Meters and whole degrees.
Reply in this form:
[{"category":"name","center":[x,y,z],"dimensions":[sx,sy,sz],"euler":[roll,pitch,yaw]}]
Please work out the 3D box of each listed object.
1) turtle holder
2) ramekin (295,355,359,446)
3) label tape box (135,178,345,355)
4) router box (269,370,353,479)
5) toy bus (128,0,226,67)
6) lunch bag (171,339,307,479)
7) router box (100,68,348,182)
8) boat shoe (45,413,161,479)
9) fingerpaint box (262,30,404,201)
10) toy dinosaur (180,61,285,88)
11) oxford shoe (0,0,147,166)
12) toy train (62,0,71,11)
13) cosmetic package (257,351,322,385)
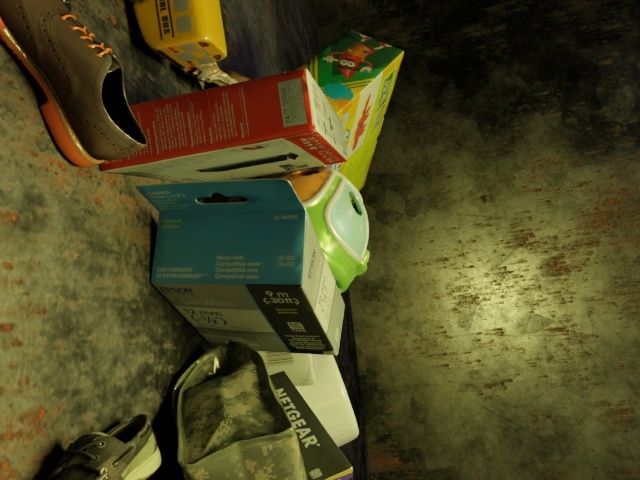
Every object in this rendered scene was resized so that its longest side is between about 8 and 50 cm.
[{"category":"turtle holder","center":[0.003,-0.004,0.942],"dimensions":[0.227,0.320,0.243],"euler":[-60,-161,-16]},{"category":"ramekin","center":[-0.002,0.409,1.199],"dimensions":[0.277,0.135,0.277],"euler":[161,-90,-85]},{"category":"label tape box","center":[-0.120,0.060,0.732],"dimensions":[0.347,0.249,0.115],"euler":[67,28,-51]},{"category":"router box","center":[-0.040,0.437,0.875],"dimensions":[0.309,0.081,0.242],"euler":[-150,-128,-60]},{"category":"toy bus","center":[-0.254,-0.473,0.766],"dimensions":[0.108,0.130,0.332],"euler":[-19,100,-79]},{"category":"lunch bag","center":[-0.127,0.321,0.715],"dimensions":[0.287,0.169,0.235],"euler":[-142,-140,-67]},{"category":"router box","center":[-0.126,-0.162,0.749],"dimensions":[0.335,0.301,0.082],"euler":[-19,100,-79]},{"category":"boat shoe","center":[-0.238,0.237,0.477],"dimensions":[0.223,0.080,0.073],"euler":[49,28,-80]},{"category":"fingerpaint box","center":[0.014,-0.238,1.170],"dimensions":[0.371,0.163,0.444],"euler":[-52,164,-38]},{"category":"toy dinosaur","center":[-0.203,-0.339,1.013],"dimensions":[0.127,0.200,0.296],"euler":[-63,-171,-7]},{"category":"oxford shoe","center":[-0.281,-0.220,0.519],"dimensions":[0.097,0.098,0.271],"euler":[-82,161,-56]},{"category":"toy train","center":[-0.330,-0.339,0.519],"dimensions":[0.027,0.036,0.158],"euler":[-83,161,-55]},{"category":"cosmetic package","center":[-0.073,0.174,1.180],"dimensions":[0.385,0.156,0.217],"euler":[-69,149,-71]}]
